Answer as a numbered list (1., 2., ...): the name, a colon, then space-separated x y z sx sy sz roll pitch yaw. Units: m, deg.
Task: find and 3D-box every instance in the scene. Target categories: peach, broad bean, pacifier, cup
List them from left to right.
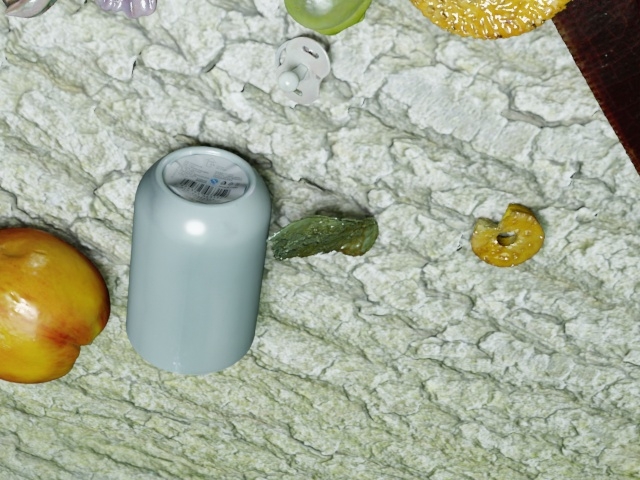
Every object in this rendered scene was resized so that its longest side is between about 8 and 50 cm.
1. peach: -0.477 0.095 1.552 0.281 0.238 0.281 32 168 7
2. cup: -0.180 0.026 1.473 0.206 0.205 0.312 11 130 -2
3. pacifier: -0.035 -0.224 1.318 0.082 0.078 0.099 33 132 8
4. broad bean: 0.010 -0.335 1.208 0.125 0.082 0.174 11 133 1

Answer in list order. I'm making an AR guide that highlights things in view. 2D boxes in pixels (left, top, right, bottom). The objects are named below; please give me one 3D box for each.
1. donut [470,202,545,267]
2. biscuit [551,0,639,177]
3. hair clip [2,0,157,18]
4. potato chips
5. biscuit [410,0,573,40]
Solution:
1. donut: 0.281 -0.008 1.482 0.108 0.043 0.097 -22 124 23
2. biscuit: 0.386 -0.230 1.253 0.107 0.073 0.388 -24 123 25
3. hair clip: -0.295 -0.347 1.250 0.301 0.069 0.173 -19 123 23
4. potato chips: 0.000 0.000 1.478 0.142 0.026 0.209 -31 154 24
5. biscuit: 0.194 -0.355 1.141 0.254 0.035 0.253 10 116 21
